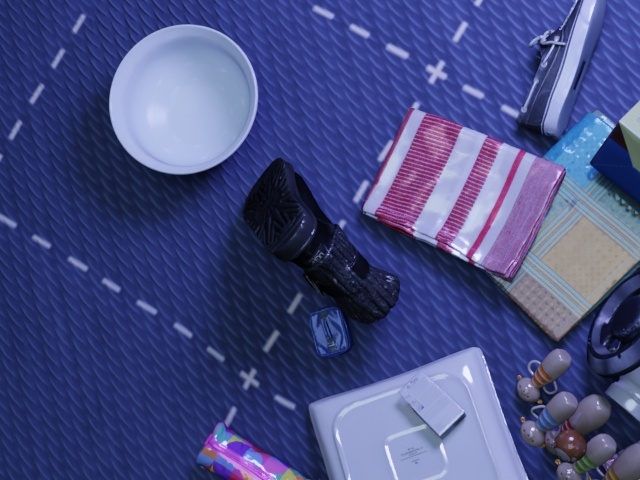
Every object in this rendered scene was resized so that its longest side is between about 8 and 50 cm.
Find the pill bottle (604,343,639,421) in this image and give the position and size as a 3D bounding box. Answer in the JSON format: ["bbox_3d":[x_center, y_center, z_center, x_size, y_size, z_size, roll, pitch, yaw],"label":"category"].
[{"bbox_3d":[0.620,0.199,1.832,0.146,0.146,0.264,42,91,12],"label":"pill bottle"}]

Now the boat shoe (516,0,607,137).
[{"bbox_3d":[0.449,-0.350,1.957,0.105,0.113,0.306,21,101,24],"label":"boat shoe"}]

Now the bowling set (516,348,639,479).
[{"bbox_3d":[0.418,0.344,1.817,0.287,0.200,0.154,52,125,20],"label":"bowling set"}]

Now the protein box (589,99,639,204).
[{"bbox_3d":[0.629,-0.165,1.845,0.200,0.136,0.201,42,62,13],"label":"protein box"}]

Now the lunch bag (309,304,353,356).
[{"bbox_3d":[0.020,0.170,1.985,0.067,0.065,0.098,-17,80,7],"label":"lunch bag"}]

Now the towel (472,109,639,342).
[{"bbox_3d":[0.476,-0.029,1.945,0.370,0.040,0.271,-45,77,4],"label":"towel"}]

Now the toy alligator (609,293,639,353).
[{"bbox_3d":[0.573,0.141,1.896,0.056,0.051,0.190,34,89,13],"label":"toy alligator"}]

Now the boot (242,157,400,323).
[{"bbox_3d":[-0.003,0.004,1.968,0.260,0.348,0.131,35,106,-27],"label":"boot"}]

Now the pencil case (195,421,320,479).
[{"bbox_3d":[-0.119,0.437,1.959,0.236,0.104,0.104,29,88,13],"label":"pencil case"}]

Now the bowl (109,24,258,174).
[{"bbox_3d":[-0.252,-0.263,2.056,0.297,0.134,0.298,-1,83,11],"label":"bowl"}]

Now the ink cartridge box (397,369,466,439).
[{"bbox_3d":[0.200,0.294,1.878,0.063,0.029,0.115,-42,60,-7],"label":"ink cartridge box"}]

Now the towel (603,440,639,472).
[{"bbox_3d":[0.624,0.412,1.866,0.197,0.029,0.144,-30,76,5],"label":"towel"}]

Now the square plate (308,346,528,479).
[{"bbox_3d":[0.176,0.390,1.882,0.347,0.049,0.344,-20,60,6],"label":"square plate"}]

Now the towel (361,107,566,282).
[{"bbox_3d":[0.263,-0.093,1.969,0.329,0.037,0.237,25,87,20],"label":"towel"}]

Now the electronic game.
[{"bbox_3d":[0.546,0.138,1.814,0.048,0.229,0.229,34,89,-12],"label":"electronic game"}]
